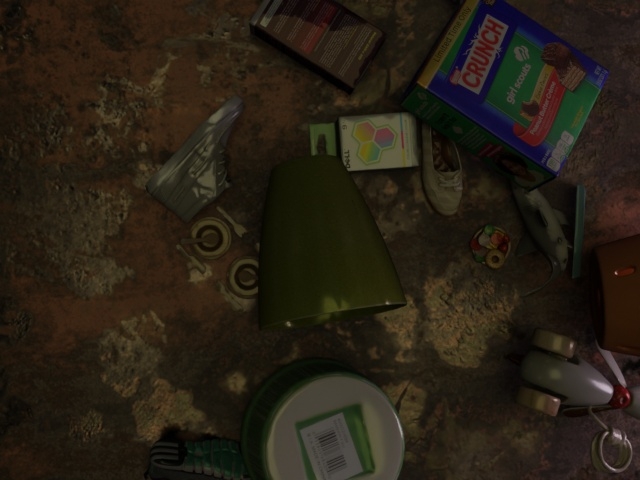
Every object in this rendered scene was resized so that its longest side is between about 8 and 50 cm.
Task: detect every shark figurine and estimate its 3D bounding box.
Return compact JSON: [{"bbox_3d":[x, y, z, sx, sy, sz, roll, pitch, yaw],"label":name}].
[{"bbox_3d":[0.429,0.014,1.487,0.166,0.278,0.116,30,129,-31],"label":"shark figurine"}]

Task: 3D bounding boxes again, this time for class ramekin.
[{"bbox_3d":[0.010,0.377,1.416,0.303,0.148,0.303,1,85,-14],"label":"ramekin"}]

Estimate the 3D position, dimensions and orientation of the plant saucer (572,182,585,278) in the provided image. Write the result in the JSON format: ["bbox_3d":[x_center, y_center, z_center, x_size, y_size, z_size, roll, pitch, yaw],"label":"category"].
[{"bbox_3d":[0.521,-0.017,1.522,0.018,0.067,0.192,2,89,20],"label":"plant saucer"}]

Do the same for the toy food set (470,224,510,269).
[{"bbox_3d":[0.346,0.011,1.533,0.083,0.020,0.083,29,88,-3],"label":"toy food set"}]

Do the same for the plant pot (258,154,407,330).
[{"bbox_3d":[0.000,0.000,1.405,0.275,0.275,0.293,-9,80,-4],"label":"plant pot"}]

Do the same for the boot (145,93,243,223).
[{"bbox_3d":[-0.211,-0.154,1.468,0.123,0.095,0.258,43,95,-9],"label":"boot"}]

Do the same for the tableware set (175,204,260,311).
[{"bbox_3d":[-0.181,0.035,1.486,0.128,0.039,0.194,-45,93,-3],"label":"tableware set"}]

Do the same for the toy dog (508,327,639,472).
[{"bbox_3d":[0.505,0.284,1.501,0.334,0.161,0.220,41,84,-18],"label":"toy dog"}]

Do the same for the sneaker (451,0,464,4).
[{"bbox_3d":[0.295,-0.589,1.516,0.118,0.083,0.222,33,94,15],"label":"sneaker"}]

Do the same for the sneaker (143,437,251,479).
[{"bbox_3d":[-0.228,0.443,1.477,0.224,0.083,0.098,15,128,-16],"label":"sneaker"}]

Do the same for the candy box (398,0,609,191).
[{"bbox_3d":[0.354,-0.294,1.457,0.317,0.122,0.268,32,71,-3],"label":"candy box"}]

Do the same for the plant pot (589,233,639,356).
[{"bbox_3d":[0.632,0.103,1.440,0.204,0.291,0.290,-3,90,12],"label":"plant pot"}]

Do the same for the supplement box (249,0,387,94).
[{"bbox_3d":[-0.005,-0.407,1.485,0.239,0.073,0.130,32,88,-2],"label":"supplement box"}]

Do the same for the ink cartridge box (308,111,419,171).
[{"bbox_3d":[0.085,-0.191,1.495,0.209,0.062,0.109,-4,91,-4],"label":"ink cartridge box"}]

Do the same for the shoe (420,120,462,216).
[{"bbox_3d":[0.239,-0.155,1.507,0.077,0.058,0.219,-10,90,-4],"label":"shoe"}]
